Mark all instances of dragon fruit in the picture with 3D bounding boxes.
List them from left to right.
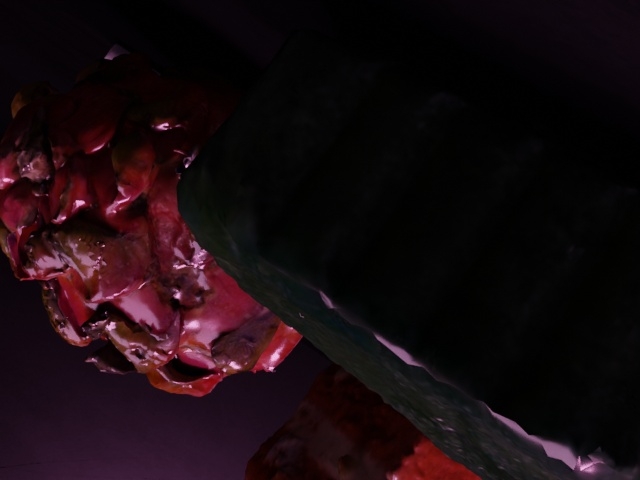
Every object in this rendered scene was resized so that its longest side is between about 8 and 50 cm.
[{"bbox_3d":[-0.129,-0.028,1.089,0.291,0.250,0.269,30,-169,-12],"label":"dragon fruit"}]

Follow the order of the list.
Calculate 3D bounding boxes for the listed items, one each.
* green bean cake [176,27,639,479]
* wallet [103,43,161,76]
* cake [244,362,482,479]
[{"bbox_3d":[0.095,0.034,0.802,0.308,0.169,0.300,32,170,21],"label":"green bean cake"},{"bbox_3d":[-0.143,-0.138,1.244,0.122,0.025,0.061,33,178,9],"label":"wallet"},{"bbox_3d":[0.120,0.262,1.477,0.270,0.319,0.269,45,172,-25],"label":"cake"}]
